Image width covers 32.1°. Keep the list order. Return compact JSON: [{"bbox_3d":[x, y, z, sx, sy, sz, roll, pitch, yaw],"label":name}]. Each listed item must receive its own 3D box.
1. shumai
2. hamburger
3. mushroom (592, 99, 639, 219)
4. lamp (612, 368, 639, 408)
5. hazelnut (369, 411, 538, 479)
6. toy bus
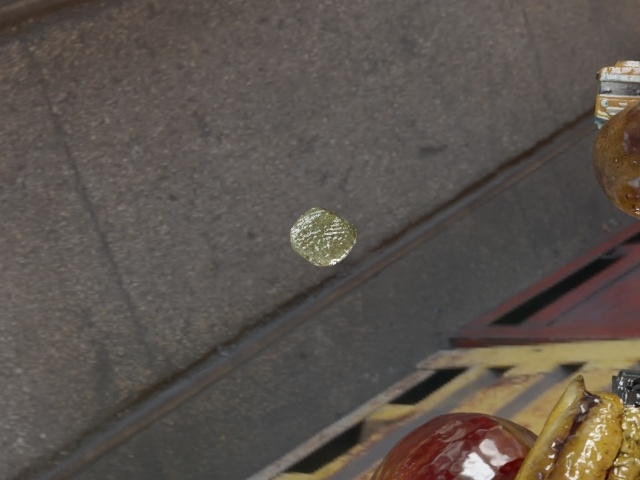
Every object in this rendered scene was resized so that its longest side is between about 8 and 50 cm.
[{"bbox_3d":[0.000,0.000,1.405,0.083,0.080,0.082,-17,75,-10],"label":"shumai"},{"bbox_3d":[0.276,0.267,1.125,0.244,0.163,0.244,-59,168,-21],"label":"hamburger"},{"bbox_3d":[0.462,-0.092,1.409,0.231,0.194,0.138,7,71,-2],"label":"mushroom"},{"bbox_3d":[0.582,0.270,1.874,0.172,0.227,0.147,12,80,-60],"label":"lamp"},{"bbox_3d":[0.244,0.457,1.681,0.429,0.402,0.402,39,62,-29],"label":"hazelnut"},{"bbox_3d":[0.515,-0.238,1.842,0.201,0.098,0.114,-18,112,-67],"label":"toy bus"}]
